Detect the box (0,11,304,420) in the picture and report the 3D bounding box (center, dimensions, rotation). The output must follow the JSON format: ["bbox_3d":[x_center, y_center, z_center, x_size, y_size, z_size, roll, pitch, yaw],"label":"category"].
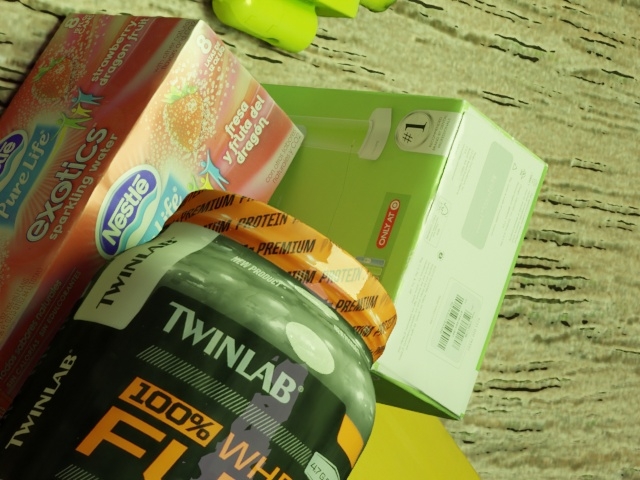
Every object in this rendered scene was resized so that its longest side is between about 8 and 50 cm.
[{"bbox_3d":[-0.166,-0.004,1.380,0.142,0.154,0.300,47,63,-40],"label":"box"}]

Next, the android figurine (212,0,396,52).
[{"bbox_3d":[-0.023,-0.282,1.560,0.273,0.056,0.248,17,84,-48],"label":"android figurine"}]

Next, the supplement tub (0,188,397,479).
[{"bbox_3d":[-0.102,0.149,1.212,0.207,0.207,0.338,47,65,-40],"label":"supplement tub"}]

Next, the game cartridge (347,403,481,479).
[{"bbox_3d":[0.071,0.269,1.666,0.324,0.052,0.285,54,32,-32],"label":"game cartridge"}]

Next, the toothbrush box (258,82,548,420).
[{"bbox_3d":[0.000,0.000,1.461,0.122,0.283,0.206,33,72,-46],"label":"toothbrush box"}]
